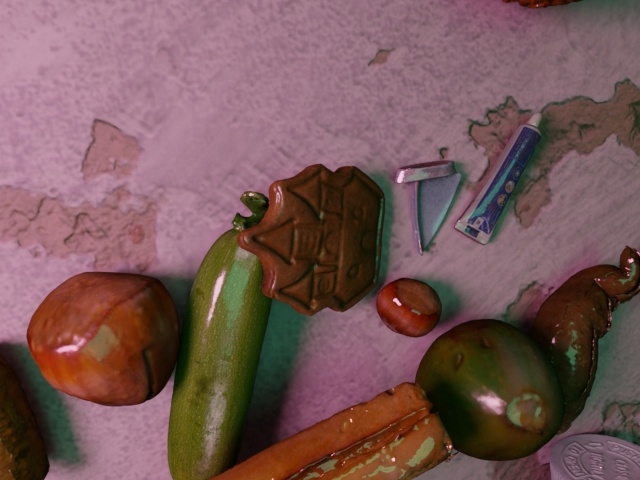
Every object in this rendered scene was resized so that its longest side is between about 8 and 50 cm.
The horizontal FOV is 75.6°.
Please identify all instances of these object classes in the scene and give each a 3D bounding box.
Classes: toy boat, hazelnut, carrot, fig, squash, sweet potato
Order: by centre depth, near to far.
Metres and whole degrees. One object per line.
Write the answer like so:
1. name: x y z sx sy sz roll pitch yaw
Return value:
1. hazelnut: -0.224 0.106 0.450 0.150 0.150 0.150 -1 97 -12
2. carrot: -0.370 0.201 0.458 0.082 0.082 0.173 -15 99 -10
3. squash: -0.117 0.128 0.492 0.101 0.101 0.378 12 97 -13
4. fig: 0.219 0.193 0.528 0.181 0.191 0.181 0 84 3
5. hazelnut: 0.118 0.090 0.552 0.086 0.086 0.086 -1 97 -12
6. toy boat: 0.150 -0.045 0.567 0.096 0.034 0.122 -11 107 -10
7. sweet potato: 0.363 0.147 0.598 0.124 0.098 0.310 15 97 -20

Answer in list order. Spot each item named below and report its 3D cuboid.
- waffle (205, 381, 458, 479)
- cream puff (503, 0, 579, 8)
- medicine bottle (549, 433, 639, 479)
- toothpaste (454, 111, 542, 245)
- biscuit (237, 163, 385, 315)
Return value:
1. waffle: -0.014 0.287 0.474 0.328 0.224 0.098 -26 59 -7
2. cream puff: 0.276 -0.419 0.455 0.303 0.212 0.303 -1 103 -5
3. medicine bottle: 0.442 0.481 0.621 0.158 0.158 0.318 -11 99 -10
4. toothpaste: 0.256 -0.089 0.577 0.057 0.035 0.197 28 93 -8
5. biscuit: 0.002 0.000 0.482 0.215 0.034 0.182 -1 97 -43
